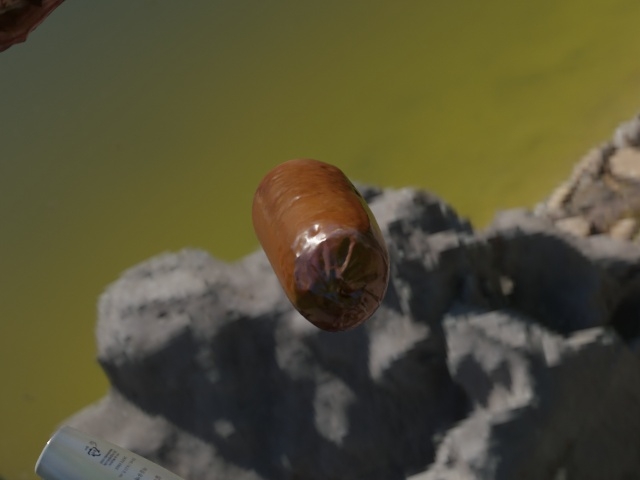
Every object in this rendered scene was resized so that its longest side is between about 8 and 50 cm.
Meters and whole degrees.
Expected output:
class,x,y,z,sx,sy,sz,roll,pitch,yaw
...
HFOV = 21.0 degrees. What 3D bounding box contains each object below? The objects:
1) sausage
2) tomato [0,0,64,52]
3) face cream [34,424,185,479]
class,x,y,z,sx,sy,sz,roll,pitch,yaw
sausage,0.000,0.000,1.094,0.076,0.076,0.197,-22,19,-2
tomato,-0.112,-0.185,0.585,0.101,0.228,0.228,27,61,15
face cream,-0.131,0.204,1.322,0.182,0.051,0.072,28,33,5
